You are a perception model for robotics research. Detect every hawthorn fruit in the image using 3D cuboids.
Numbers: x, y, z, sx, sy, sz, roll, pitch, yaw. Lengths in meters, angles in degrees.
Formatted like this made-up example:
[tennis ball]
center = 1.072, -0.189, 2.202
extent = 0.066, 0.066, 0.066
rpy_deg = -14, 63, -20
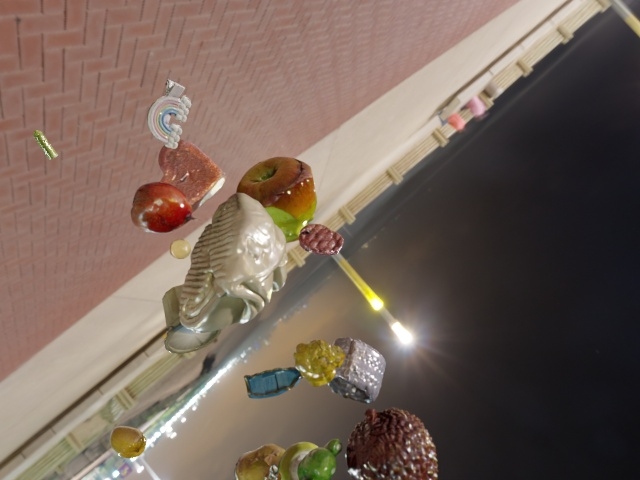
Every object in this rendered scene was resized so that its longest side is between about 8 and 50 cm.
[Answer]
[hawthorn fruit]
center = -0.527, -0.098, 1.443
extent = 0.181, 0.235, 0.181
rpy_deg = -161, -90, -75

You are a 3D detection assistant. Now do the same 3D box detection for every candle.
[candle]
center = -0.558, -0.271, 1.815
extent = 0.287, 0.317, 0.131
rpy_deg = 2, 174, -6

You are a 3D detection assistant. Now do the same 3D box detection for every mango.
[mango]
center = -0.717, 0.740, 1.554
extent = 0.194, 0.130, 0.092
rpy_deg = -1, -115, 40

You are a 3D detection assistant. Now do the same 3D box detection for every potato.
[potato]
center = -0.177, 0.943, 1.692
extent = 0.196, 0.299, 0.246
rpy_deg = -49, 179, 29

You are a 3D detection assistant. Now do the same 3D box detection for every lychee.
[lychee]
center = 0.234, 0.708, 1.369
extent = 0.306, 0.330, 0.306
rpy_deg = -29, 172, -4

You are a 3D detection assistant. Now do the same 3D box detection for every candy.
[candy]
center = -0.160, 0.791, 1.398
extent = 0.046, 0.053, 0.182
rpy_deg = -35, 153, -33

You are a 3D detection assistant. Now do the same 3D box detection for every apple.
[apple]
center = -0.160, -0.154, 1.764
extent = 0.383, 0.374, 0.374
rpy_deg = 15, -139, 41

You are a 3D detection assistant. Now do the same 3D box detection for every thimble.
[thimble]
center = 0.126, 0.481, 1.552
extent = 0.205, 0.236, 0.172
rpy_deg = 1, -131, 24

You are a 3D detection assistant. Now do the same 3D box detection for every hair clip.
[hair clip]
center = -0.523, -0.435, 1.438
extent = 0.140, 0.054, 0.220
rpy_deg = 9, 104, -58

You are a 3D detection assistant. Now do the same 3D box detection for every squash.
[squash]
center = -0.790, -0.276, 1.202
extent = 0.027, 0.083, 0.027
rpy_deg = -12, -143, 9

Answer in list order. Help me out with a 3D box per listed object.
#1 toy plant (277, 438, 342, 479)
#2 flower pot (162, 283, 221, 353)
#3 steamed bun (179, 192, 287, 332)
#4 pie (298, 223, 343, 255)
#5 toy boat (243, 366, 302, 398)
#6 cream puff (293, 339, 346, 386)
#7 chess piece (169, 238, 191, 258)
[toy plant]
center = -0.027, 0.792, 1.453
extent = 0.224, 0.184, 0.316
rpy_deg = -40, 173, -32
[flower pot]
center = -0.506, 0.290, 1.591
extent = 0.212, 0.203, 0.212
rpy_deg = -21, 140, -19
[steamed bun]
center = -0.197, 0.069, 1.069
extent = 0.310, 0.219, 0.324
rpy_deg = -44, -142, 33
[pie]
center = 0.000, 0.000, 1.377
extent = 0.153, 0.153, 0.038
rpy_deg = -37, 154, -46
[toy boat]
center = -0.133, 0.416, 1.248
extent = 0.185, 0.075, 0.077
rpy_deg = -3, 142, -21
[cream puff]
center = 0.002, 0.345, 1.221
extent = 0.116, 0.146, 0.146
rpy_deg = -36, 178, 14
[chess piece]
center = -0.467, 0.030, 1.379
extent = 0.066, 0.066, 0.122
rpy_deg = -39, -166, -23
